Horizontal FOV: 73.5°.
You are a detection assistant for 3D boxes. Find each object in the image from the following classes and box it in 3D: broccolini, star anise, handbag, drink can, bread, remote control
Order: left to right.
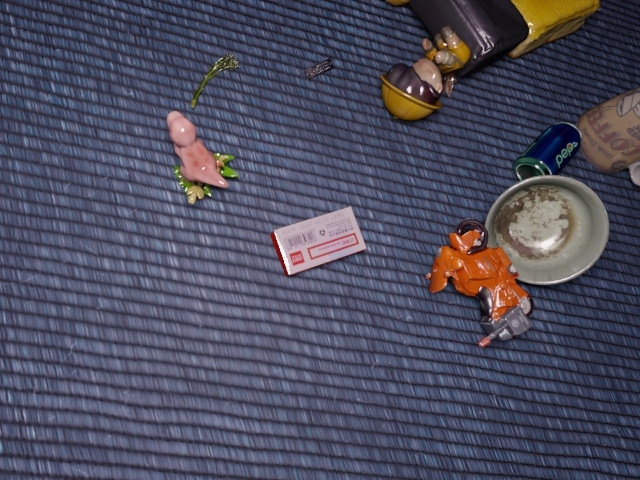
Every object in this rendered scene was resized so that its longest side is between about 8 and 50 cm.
[{"bbox_3d":[-0.291,-0.427,1.141,0.052,0.054,0.194,30,78,27],"label":"broccolini"},{"bbox_3d":[-0.004,-0.488,1.222,0.091,0.016,0.034,-30,101,-17],"label":"remote control"},{"bbox_3d":[0.359,-0.508,1.282,0.129,0.056,0.124,30,70,-20],"label":"star anise"},{"bbox_3d":[0.439,-0.652,1.277,0.275,0.178,0.302,-30,83,-34],"label":"handbag"},{"bbox_3d":[0.677,-0.791,1.376,0.324,0.143,0.333,-25,83,-15],"label":"bread"},{"bbox_3d":[0.671,-0.252,1.262,0.205,0.118,0.118,-43,89,-17],"label":"drink can"}]

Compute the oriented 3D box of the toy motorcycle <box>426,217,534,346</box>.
[{"bbox_3d":[0.405,0.119,1.101,0.221,0.148,0.325,-33,89,-11],"label":"toy motorcycle"}]

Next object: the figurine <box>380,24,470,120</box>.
[{"bbox_3d":[0.288,-0.442,1.174,0.257,0.192,0.167,-37,122,12],"label":"figurine"}]

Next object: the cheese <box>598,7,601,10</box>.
[{"bbox_3d":[0.923,-0.821,1.496,0.121,0.026,0.067,-17,82,-16],"label":"cheese"}]

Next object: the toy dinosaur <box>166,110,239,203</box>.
[{"bbox_3d":[-0.277,-0.198,1.011,0.152,0.177,0.194,-25,85,-16],"label":"toy dinosaur"}]

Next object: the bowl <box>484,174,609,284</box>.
[{"bbox_3d":[0.595,-0.037,1.158,0.289,0.146,0.289,5,104,19],"label":"bowl"}]

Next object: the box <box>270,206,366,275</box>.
[{"bbox_3d":[0.000,0.000,1.092,0.229,0.050,0.123,-19,84,-16],"label":"box"}]

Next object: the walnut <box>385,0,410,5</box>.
[{"bbox_3d":[0.254,-0.802,1.282,0.159,0.159,0.206,44,65,0],"label":"walnut"}]

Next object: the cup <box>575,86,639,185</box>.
[{"bbox_3d":[0.958,-0.311,1.269,0.227,0.257,0.301,-20,84,-14],"label":"cup"}]
